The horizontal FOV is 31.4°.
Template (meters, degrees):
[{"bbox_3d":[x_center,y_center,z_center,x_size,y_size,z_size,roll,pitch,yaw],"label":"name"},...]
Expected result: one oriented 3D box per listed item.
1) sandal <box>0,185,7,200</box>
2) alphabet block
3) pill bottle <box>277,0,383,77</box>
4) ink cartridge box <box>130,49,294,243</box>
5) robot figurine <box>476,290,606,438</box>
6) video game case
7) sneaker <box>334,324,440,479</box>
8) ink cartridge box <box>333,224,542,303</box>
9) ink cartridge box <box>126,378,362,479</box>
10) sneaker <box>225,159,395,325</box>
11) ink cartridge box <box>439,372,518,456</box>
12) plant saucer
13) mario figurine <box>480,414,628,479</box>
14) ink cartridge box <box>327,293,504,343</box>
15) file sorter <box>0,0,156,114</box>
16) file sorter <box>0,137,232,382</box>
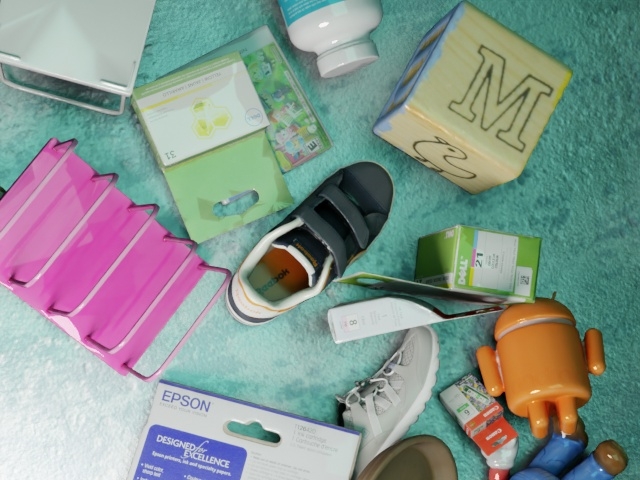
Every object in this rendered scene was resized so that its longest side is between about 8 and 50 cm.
[{"bbox_3d":[-0.435,-0.027,1.593,0.219,0.060,0.090,22,83,-25],"label":"sandal"},{"bbox_3d":[0.222,-0.207,1.694,0.197,0.192,0.193,31,80,-7],"label":"alphabet block"},{"bbox_3d":[0.004,-0.380,1.682,0.146,0.146,0.264,-17,88,-14],"label":"pill bottle"},{"bbox_3d":[-0.152,-0.135,1.644,0.171,0.056,0.235,-23,87,-15],"label":"ink cartridge box"},{"bbox_3d":[0.331,0.179,1.692,0.128,0.158,0.219,17,54,-38],"label":"robot figurine"},{"bbox_3d":[-0.112,-0.189,1.698,0.193,0.023,0.212,-29,91,-14],"label":"video game case"},{"bbox_3d":[0.081,0.238,1.656,0.115,0.105,0.281,30,77,-6],"label":"sneaker"},{"bbox_3d":[0.165,0.030,1.653,0.255,0.189,0.097,10,83,-11],"label":"ink cartridge box"},{"bbox_3d":[-0.123,0.380,1.574,0.303,0.072,0.307,15,65,2],"label":"ink cartridge box"},{"bbox_3d":[0.000,0.000,1.652,0.126,0.127,0.321,44,75,-1],"label":"sneaker"},{"bbox_3d":[0.237,0.259,1.700,0.063,0.029,0.115,-32,58,-14],"label":"ink cartridge box"},{"bbox_3d":[0.104,0.403,1.602,0.278,0.041,0.278,-21,117,-47],"label":"plant saucer"},{"bbox_3d":[0.300,0.384,1.651,0.320,0.198,0.170,-43,107,-18],"label":"mario figurine"},{"bbox_3d":[0.134,0.094,1.608,0.232,0.189,0.066,-16,87,6],"label":"ink cartridge box"},{"bbox_3d":[-0.328,-0.339,1.587,0.193,0.173,0.278,15,81,-10],"label":"file sorter"},{"bbox_3d":[-0.293,0.028,1.522,0.290,0.182,0.202,41,76,-19],"label":"file sorter"}]
